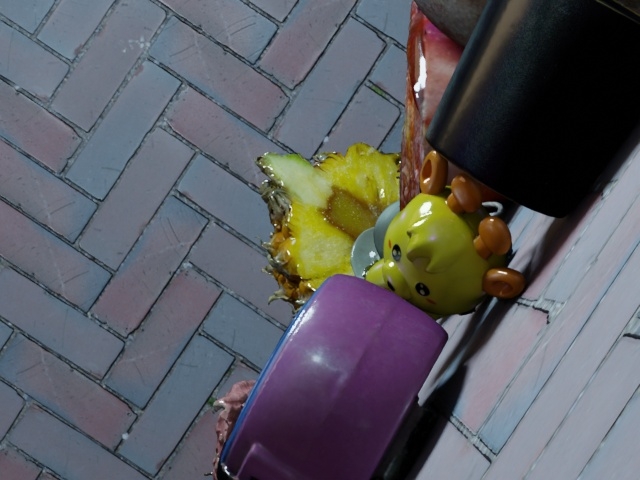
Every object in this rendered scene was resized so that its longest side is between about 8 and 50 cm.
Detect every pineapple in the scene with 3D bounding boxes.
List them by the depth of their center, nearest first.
[{"bbox_3d":[-0.003,-0.002,2.474,0.344,0.286,0.209,-56,1,-37],"label":"pineapple"}]

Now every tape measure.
[{"bbox_3d":[0.015,0.152,1.436,0.231,0.149,0.245,-59,-6,-1],"label":"tape measure"}]

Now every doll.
[{"bbox_3d":[0.116,0.012,1.478,0.135,0.143,0.221,-25,-15,-21],"label":"doll"}]

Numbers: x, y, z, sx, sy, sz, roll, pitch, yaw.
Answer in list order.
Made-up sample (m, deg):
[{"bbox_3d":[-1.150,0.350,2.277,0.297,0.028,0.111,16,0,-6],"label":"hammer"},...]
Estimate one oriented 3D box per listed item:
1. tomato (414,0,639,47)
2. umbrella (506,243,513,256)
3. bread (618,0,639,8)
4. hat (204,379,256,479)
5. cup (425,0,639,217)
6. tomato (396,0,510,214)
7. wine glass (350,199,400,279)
[{"bbox_3d":[0.222,-0.332,1.703,0.282,0.316,0.317,-41,-11,-50],"label":"tomato"},{"bbox_3d":[0.145,0.014,1.681,0.071,0.080,0.224,-20,-5,-15],"label":"umbrella"},{"bbox_3d":[0.327,-0.416,1.384,0.361,0.250,0.394,-54,1,31],"label":"bread"},{"bbox_3d":[-0.078,0.265,1.922,0.286,0.107,0.237,-30,-54,-69],"label":"hat"},{"bbox_3d":[0.209,-0.128,1.440,0.177,0.166,0.239,-61,-24,14],"label":"cup"},{"bbox_3d":[0.176,-0.132,1.863,0.309,0.170,0.309,178,90,-88],"label":"tomato"},{"bbox_3d":[0.122,-0.007,2.111,0.103,0.103,0.231,-57,6,-26],"label":"wine glass"}]
